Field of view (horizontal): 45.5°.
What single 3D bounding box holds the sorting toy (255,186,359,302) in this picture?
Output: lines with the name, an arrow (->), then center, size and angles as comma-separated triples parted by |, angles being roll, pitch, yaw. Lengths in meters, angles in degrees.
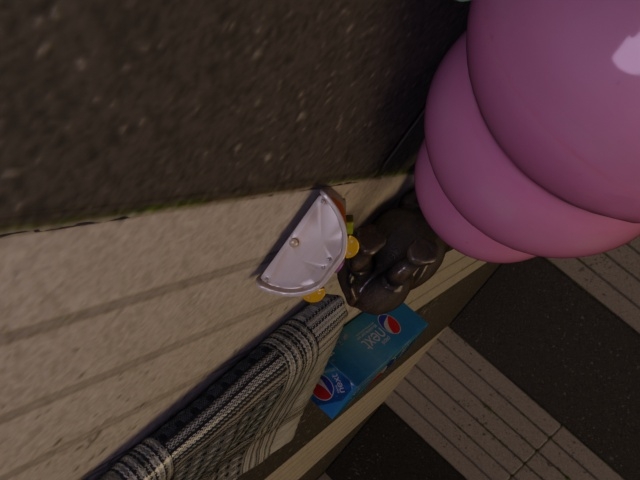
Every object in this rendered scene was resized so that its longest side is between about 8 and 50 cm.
sorting toy -> 0.000, 0.000, 0.542 | 0.083, 0.045, 0.075 | -54, -176, 20

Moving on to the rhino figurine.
rhino figurine -> 0.101, -0.018, 0.703 | 0.243, 0.073, 0.106 | -40, 166, -37

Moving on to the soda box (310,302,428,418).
soda box -> 0.057, 0.144, 0.994 | 0.210, 0.071, 0.067 | -28, 155, -54

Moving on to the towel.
towel -> -0.116, 0.223, 0.732 | 0.312, 0.056, 0.324 | -37, 162, -38

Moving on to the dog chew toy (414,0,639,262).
dog chew toy -> 0.162, -0.083, 0.489 | 0.207, 0.206, 0.332 | -42, 175, -24
